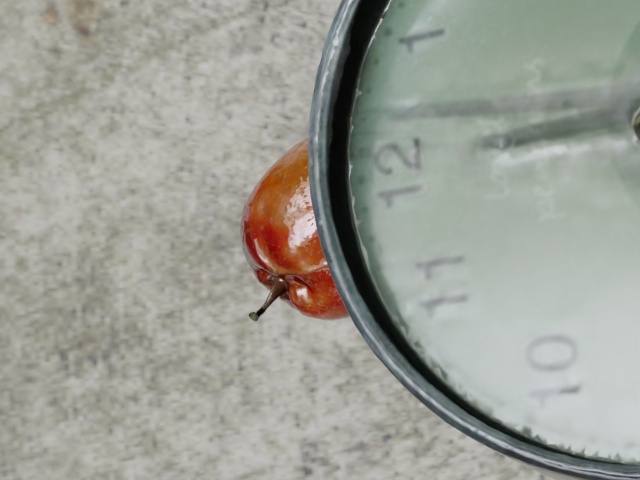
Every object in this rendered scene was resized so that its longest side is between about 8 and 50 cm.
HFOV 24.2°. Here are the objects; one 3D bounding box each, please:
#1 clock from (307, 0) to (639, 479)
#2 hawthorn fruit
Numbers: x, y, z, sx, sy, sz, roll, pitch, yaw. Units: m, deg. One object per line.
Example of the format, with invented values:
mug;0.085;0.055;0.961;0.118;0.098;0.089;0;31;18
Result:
clock;0.144;-0.049;0.635;0.319;0.066;0.318;-6;77;25
hawthorn fruit;0.000;0.000;1.307;0.157;0.157;0.194;32;68;29
